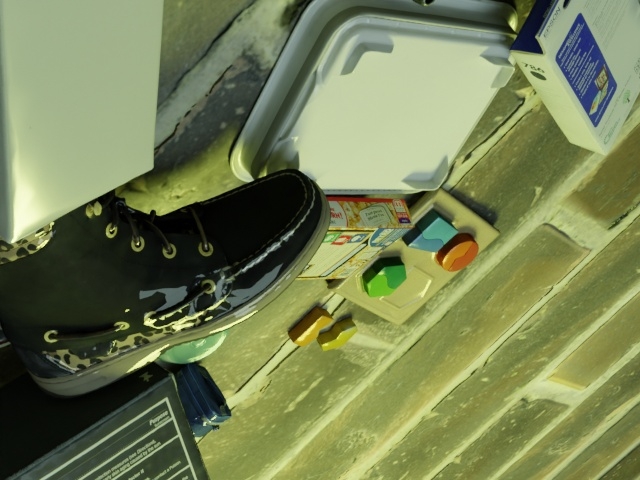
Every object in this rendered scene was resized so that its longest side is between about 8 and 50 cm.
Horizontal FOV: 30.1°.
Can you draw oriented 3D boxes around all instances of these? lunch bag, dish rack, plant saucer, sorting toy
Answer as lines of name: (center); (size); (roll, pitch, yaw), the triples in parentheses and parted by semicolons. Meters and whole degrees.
lunch bag: (-0.165, 0.217, 1.608); (0.065, 0.098, 0.067); (-38, 162, 12)
dish rack: (0.080, -0.154, 1.387); (0.332, 0.072, 0.286); (-1, 135, -40)
plant saucer: (-0.164, 0.126, 1.567); (0.119, 0.021, 0.119); (-24, 146, -18)
sorting toy: (0.108, 0.064, 1.717); (0.307, 0.041, 0.229); (-44, 147, 13)

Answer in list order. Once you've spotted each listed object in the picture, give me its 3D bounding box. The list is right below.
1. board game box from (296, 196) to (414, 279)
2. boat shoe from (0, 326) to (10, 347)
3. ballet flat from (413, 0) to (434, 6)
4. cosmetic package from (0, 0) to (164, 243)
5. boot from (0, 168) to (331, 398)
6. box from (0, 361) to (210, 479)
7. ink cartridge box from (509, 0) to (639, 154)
board game box: (0.000, 0.000, 1.494); (0.193, 0.045, 0.146); (0, 151, -43)
boat shoe: (-0.343, 0.090, 1.340); (0.137, 0.049, 0.043); (-20, 102, -19)
ballet flat: (0.156, -0.319, 1.259); (0.173, 0.049, 0.057); (-47, 147, 18)
cosmetic package: (-0.233, -0.213, 0.865); (0.156, 0.217, 0.385); (-32, 149, -36)
boot: (-0.192, -0.016, 1.218); (0.377, 0.138, 0.284); (-28, 137, 1)
box: (-0.288, 0.310, 1.371); (0.296, 0.182, 0.294); (-31, 124, -28)
ink cartridge box: (0.319, -0.244, 1.439); (0.165, 0.065, 0.332); (-61, 148, -6)
